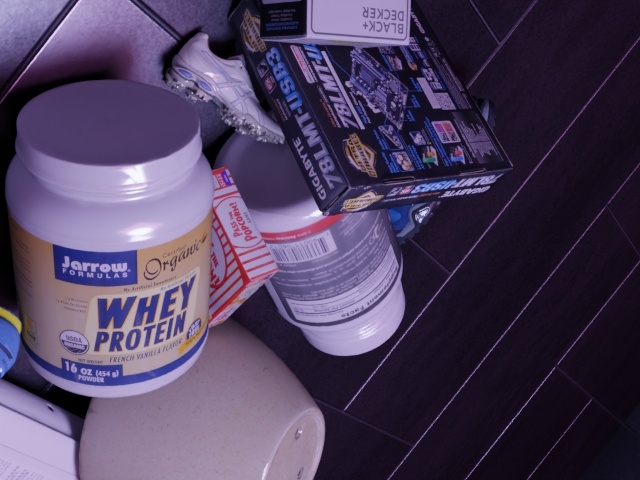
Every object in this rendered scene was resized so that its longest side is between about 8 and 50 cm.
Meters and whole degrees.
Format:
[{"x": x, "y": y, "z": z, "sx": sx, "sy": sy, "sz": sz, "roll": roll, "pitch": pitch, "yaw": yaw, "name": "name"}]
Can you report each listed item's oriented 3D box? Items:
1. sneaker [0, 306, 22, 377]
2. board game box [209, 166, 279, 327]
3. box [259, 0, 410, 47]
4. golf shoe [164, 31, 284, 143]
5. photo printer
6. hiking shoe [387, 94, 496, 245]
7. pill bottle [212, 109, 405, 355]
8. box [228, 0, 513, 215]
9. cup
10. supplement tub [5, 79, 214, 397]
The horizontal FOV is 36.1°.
[{"x": -0.431, "y": 0.091, "z": 1.064, "sx": 0.209, "sy": 0.082, "sz": 0.069, "roll": 23, "pitch": 128, "yaw": -16, "name": "sneaker"}, {"x": -0.138, "y": 0.015, "z": 1.246, "sx": 0.045, "sy": 0.147, "sz": 0.193, "roll": -21, "pitch": 167, "yaw": -33, "name": "board game box"}, {"x": 0.022, "y": -0.369, "z": 1.117, "sx": 0.169, "sy": 0.087, "sz": 0.290, "roll": -5, "pitch": 101, "yaw": -42, "name": "box"}, {"x": -0.102, "y": -0.187, "z": 1.216, "sx": 0.176, "sy": 0.069, "sz": 0.086, "roll": 34, "pitch": 78, "yaw": -30, "name": "golf shoe"}, {"x": -0.452, "y": 0.298, "z": 1.262, "sx": 0.256, "sy": 0.107, "sz": 0.307, "roll": -48, "pitch": 142, "yaw": -3, "name": "photo printer"}, {"x": 0.145, "y": -0.123, "z": 1.540, "sx": 0.132, "sy": 0.113, "sz": 0.304, "roll": 29, "pitch": 119, "yaw": -9, "name": "hiking shoe"}, {"x": 0.000, "y": 0.000, "z": 1.388, "sx": 0.210, "sy": 0.210, "sz": 0.363, "roll": -40, "pitch": 142, "yaw": -13, "name": "pill bottle"}, {"x": 0.067, "y": -0.183, "z": 1.242, "sx": 0.293, "sy": 0.295, "sz": 0.073, "roll": -10, "pitch": 156, "yaw": -40, "name": "box"}, {"x": -0.134, "y": 0.271, "z": 1.370, "sx": 0.331, "sy": 0.237, "sz": 0.331, "roll": -43, "pitch": 141, "yaw": -47, "name": "cup"}, {"x": -0.239, "y": -0.001, "z": 1.130, "sx": 0.228, "sy": 0.228, "sz": 0.316, "roll": -21, "pitch": 134, "yaw": -33, "name": "supplement tub"}]
